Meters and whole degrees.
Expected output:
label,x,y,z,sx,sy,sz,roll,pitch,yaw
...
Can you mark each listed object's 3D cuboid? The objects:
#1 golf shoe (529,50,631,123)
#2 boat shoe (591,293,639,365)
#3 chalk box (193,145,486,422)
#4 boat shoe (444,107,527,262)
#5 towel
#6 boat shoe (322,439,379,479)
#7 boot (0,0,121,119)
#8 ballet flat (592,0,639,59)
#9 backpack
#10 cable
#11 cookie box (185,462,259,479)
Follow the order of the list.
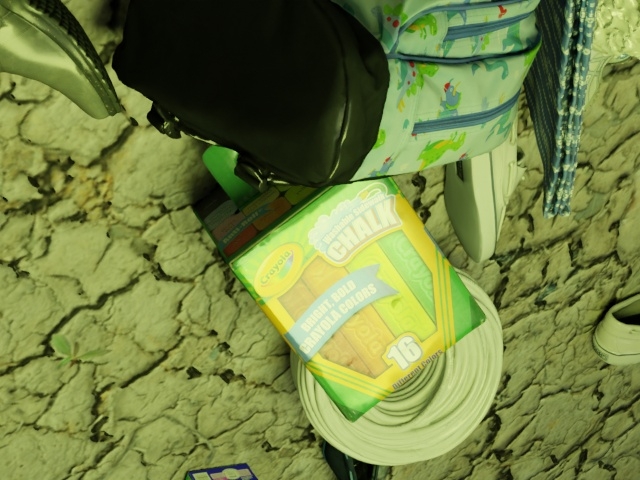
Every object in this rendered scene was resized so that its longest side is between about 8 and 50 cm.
label,x,y,z,sx,sy,sz,roll,pitch,yaw
golf shoe,0.290,-0.206,1.548,0.176,0.069,0.086,-49,135,-5
boat shoe,0.515,0.103,1.993,0.267,0.096,0.088,-10,138,-19
chalk box,0.000,0.000,1.389,0.180,0.179,0.289,-38,116,-1
boat shoe,0.194,-0.081,1.564,0.084,0.095,0.258,-21,139,-14
towel,0.228,-0.219,1.367,0.040,0.243,0.336,-2,135,0
boat shoe,0.067,0.220,1.756,0.109,0.089,0.258,-21,137,-21
boot,-0.291,-0.155,1.149,0.161,0.083,0.246,-35,135,6
ballet flat,0.325,-0.361,1.318,0.147,0.147,0.409,-18,125,-24
backpack,0.048,-0.175,1.232,0.355,0.290,0.273,9,107,-50
cable,0.090,0.139,1.626,0.257,0.089,0.257,-16,111,-18
cookie box,-0.138,0.339,1.749,0.091,0.040,0.107,-2,128,-37
